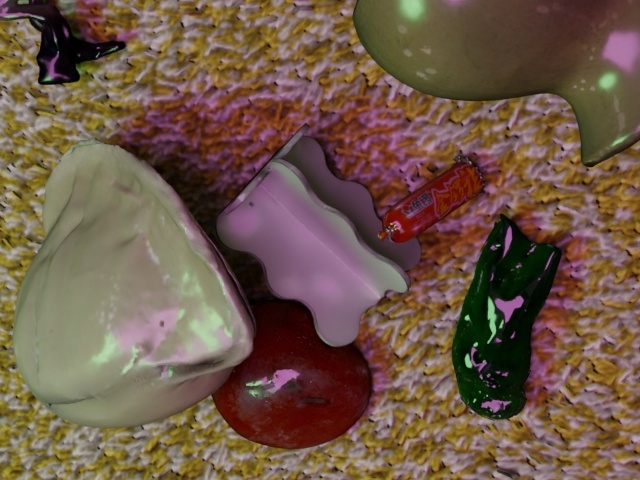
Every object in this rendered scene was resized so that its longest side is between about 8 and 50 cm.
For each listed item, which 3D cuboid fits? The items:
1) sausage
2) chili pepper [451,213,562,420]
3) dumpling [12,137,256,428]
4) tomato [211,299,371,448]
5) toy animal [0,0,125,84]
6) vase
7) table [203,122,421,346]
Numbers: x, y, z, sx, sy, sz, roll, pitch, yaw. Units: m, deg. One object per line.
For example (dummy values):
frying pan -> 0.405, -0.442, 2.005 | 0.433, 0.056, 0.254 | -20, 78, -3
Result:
sausage -> 0.110, -0.038, 1.482 | 0.048, 0.145, 0.050 | 27, 136, 37
chili pepper -> 0.196, 0.084, 1.528 | 0.098, 0.061, 0.224 | 14, 108, 20
dumpling -> -0.219, 0.046, 1.528 | 0.395, 0.233, 0.315 | -10, 100, 56
tomato -> -0.046, 0.164, 1.595 | 0.189, 0.099, 0.173 | 41, 108, 2
toy animal -> -0.293, -0.337, 1.555 | 0.195, 0.090, 0.324 | 13, 109, -1
vase -> 0.214, -0.272, 1.376 | 0.302, 0.241, 0.329 | 23, 82, -3
table -> 0.000, 0.000, 1.520 | 0.198, 0.166, 0.166 | 44, 110, -5
